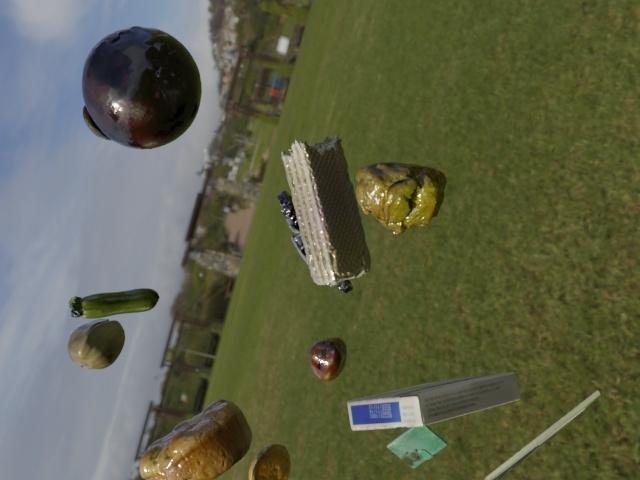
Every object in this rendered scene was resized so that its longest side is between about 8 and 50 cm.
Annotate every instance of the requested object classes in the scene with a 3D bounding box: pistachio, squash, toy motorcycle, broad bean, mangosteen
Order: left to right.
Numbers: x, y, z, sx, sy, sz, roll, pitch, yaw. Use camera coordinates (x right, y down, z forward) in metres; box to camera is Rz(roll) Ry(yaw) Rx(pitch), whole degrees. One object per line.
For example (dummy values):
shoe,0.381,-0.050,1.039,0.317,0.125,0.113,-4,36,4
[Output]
pistachio,-0.534,0.243,1.767,0.185,0.125,0.124,-72,0,-69
squash,-0.403,0.124,1.449,0.052,0.183,0.052,10,103,51
mangosteen,-0.297,-0.233,1.177,0.231,0.194,0.194,-19,51,46
toy motorcycle,0.000,0.000,1.330,0.080,0.215,0.122,-36,-10,8
broad bean,0.023,0.297,1.849,0.114,0.084,0.165,-58,-19,2

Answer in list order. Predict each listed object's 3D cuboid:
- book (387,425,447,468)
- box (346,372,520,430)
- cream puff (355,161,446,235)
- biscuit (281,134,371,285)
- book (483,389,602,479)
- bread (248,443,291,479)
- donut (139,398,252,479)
book,0.258,0.543,1.956,0.135,0.103,0.017,-46,7,30
box,0.245,0.339,1.570,0.200,0.343,0.065,-18,77,46
cream puff,0.209,-0.125,1.922,0.244,0.244,0.196,-86,-7,-55
biscuit,0.011,-0.050,1.190,0.062,0.108,0.238,-13,90,41
book,0.494,0.467,1.683,0.322,0.018,0.228,-34,-25,-10
bread,-0.100,0.459,1.470,0.024,0.110,0.110,10,84,46
donut,-0.305,0.520,1.850,0.299,0.150,0.317,-37,-4,33
